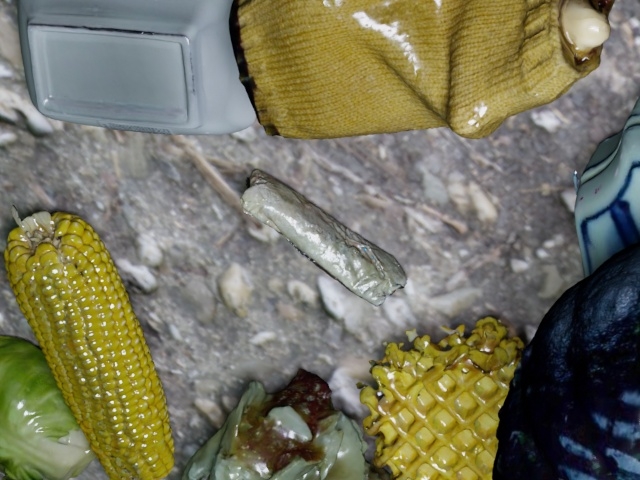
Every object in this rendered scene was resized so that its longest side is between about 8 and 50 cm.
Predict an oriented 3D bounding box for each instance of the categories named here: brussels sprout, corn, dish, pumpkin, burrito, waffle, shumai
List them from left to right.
[{"bbox_3d":[-0.309,0.172,1.730,0.181,0.100,0.139,38,109,18],"label":"brussels sprout"},{"bbox_3d":[-0.215,0.102,1.653,0.101,0.101,0.310,-10,115,23],"label":"corn"},{"bbox_3d":[-0.168,-0.157,1.497,0.212,0.077,0.151,7,121,14],"label":"dish"},{"bbox_3d":[-0.038,0.248,1.626,0.255,0.189,0.218,4,121,16],"label":"shumai"},{"bbox_3d":[0.001,-0.001,1.549,0.171,0.051,0.042,39,131,-6],"label":"burrito"},{"bbox_3d":[0.135,0.160,1.571,0.193,0.070,0.197,-7,115,22],"label":"waffle"},{"bbox_3d":[0.297,0.164,1.235,0.363,0.266,0.363,11,128,14],"label":"pumpkin"}]

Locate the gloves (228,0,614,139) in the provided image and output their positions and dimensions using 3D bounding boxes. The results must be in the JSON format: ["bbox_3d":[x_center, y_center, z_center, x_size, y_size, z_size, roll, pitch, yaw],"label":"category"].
[{"bbox_3d":[0.087,-0.177,1.353,0.356,0.155,0.203,-5,112,38],"label":"gloves"}]

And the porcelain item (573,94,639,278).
[{"bbox_3d":[0.353,0.017,1.382,0.285,0.157,0.281,-2,120,20],"label":"porcelain item"}]
